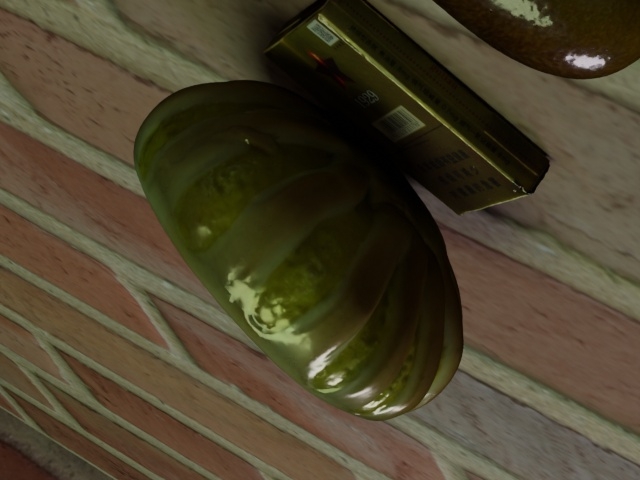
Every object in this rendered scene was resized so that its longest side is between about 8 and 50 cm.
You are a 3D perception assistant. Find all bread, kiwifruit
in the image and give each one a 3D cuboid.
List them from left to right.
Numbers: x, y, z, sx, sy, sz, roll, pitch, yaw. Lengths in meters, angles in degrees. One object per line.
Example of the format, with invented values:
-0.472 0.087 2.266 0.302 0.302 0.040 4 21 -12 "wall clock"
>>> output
0.000 0.000 0.987 0.213 0.105 0.213 51 -173 -9 "bread"
0.069 -0.105 0.679 0.124 0.075 0.075 35 164 -9 "kiwifruit"

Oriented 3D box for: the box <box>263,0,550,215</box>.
0.040 -0.064 0.935 0.133 0.023 0.090 39 162 -9 "box"
